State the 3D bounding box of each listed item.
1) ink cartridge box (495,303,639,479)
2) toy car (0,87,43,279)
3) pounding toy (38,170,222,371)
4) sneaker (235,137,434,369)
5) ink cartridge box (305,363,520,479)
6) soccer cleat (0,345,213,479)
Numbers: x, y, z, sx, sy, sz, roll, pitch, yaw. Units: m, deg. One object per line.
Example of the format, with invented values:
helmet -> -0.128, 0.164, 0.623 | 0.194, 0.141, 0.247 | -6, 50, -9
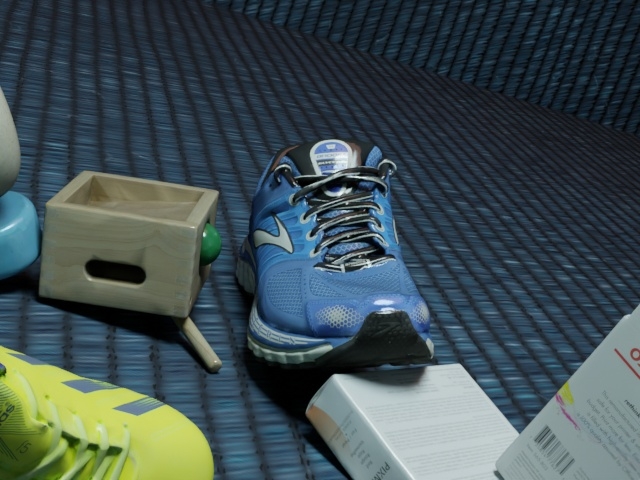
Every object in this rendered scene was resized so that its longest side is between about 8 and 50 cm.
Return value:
ink cartridge box -> 0.205, 0.118, 0.754 | 0.061, 0.181, 0.104 | 0, 44, -47
toy car -> -0.345, -0.070, 0.829 | 0.238, 0.219, 0.210 | -23, 37, -24
pounding toy -> -0.129, 0.019, 0.907 | 0.141, 0.100, 0.130 | 9, 17, 1
sneaker -> 0.000, 0.000, 0.930 | 0.129, 0.147, 0.330 | -1, 17, -15
ink cartridge box -> 0.093, 0.161, 0.810 | 0.145, 0.045, 0.179 | 2, 43, -47
soccer cleat -> -0.151, 0.085, 0.536 | 0.289, 0.093, 0.121 | 25, -28, -38
